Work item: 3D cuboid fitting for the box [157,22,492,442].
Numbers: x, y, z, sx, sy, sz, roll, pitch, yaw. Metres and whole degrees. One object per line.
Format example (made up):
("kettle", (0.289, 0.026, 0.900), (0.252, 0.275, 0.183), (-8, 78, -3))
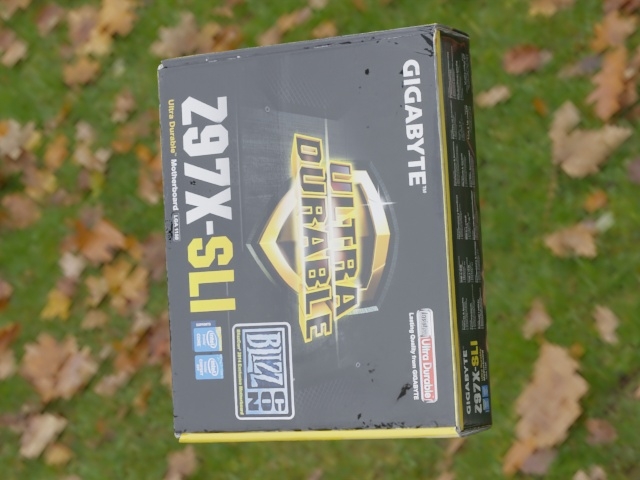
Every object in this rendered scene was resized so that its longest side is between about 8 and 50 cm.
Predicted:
("box", (0.000, 0.000, 1.421), (0.257, 0.079, 0.322), (-4, 87, 28))
